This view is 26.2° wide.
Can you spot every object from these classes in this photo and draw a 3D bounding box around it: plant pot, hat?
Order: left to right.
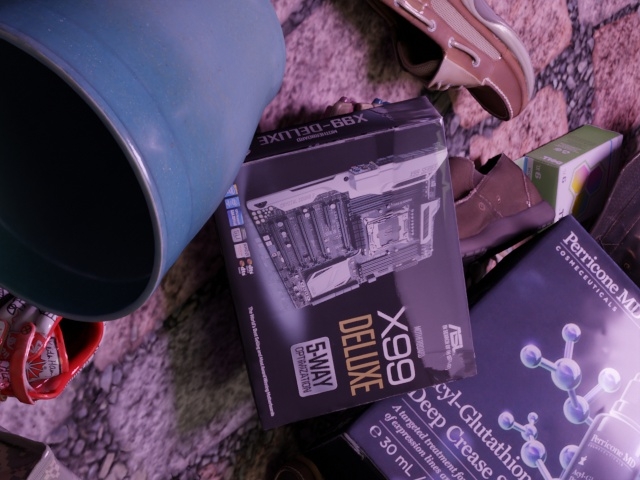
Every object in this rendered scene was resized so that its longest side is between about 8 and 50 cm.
[{"bbox_3d":[-0.165,-0.117,1.117,0.255,0.271,0.272,-47,139,-40],"label":"plant pot"},{"bbox_3d":[0.470,-0.015,1.945,0.331,0.134,0.331,-45,162,-20],"label":"hat"}]

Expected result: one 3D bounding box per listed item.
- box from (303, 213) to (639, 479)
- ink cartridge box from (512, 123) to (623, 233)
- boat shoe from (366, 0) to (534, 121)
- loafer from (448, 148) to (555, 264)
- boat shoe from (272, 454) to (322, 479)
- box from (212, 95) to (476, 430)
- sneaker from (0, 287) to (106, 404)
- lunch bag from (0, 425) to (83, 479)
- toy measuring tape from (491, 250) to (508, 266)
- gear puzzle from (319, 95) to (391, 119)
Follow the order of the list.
[{"bbox_3d":[0.232,0.219,1.646,0.395,0.293,0.212,-43,178,-20],"label":"box"},{"bbox_3d":[0.327,-0.075,1.882,0.209,0.062,0.109,-25,127,-41],"label":"ink cartridge box"},{"bbox_3d":[0.133,-0.227,1.539,0.116,0.123,0.324,-52,134,-8],"label":"boat shoe"},{"bbox_3d":[0.142,-0.026,1.647,0.366,0.134,0.130,-18,77,-54],"label":"loafer"},{"bbox_3d":[-0.043,0.358,1.643,0.073,0.073,0.207,-19,122,-47],"label":"boat shoe"},{"bbox_3d":[0.022,0.026,1.428,0.242,0.076,0.307,-13,117,-6],"label":"box"},{"bbox_3d":[-0.307,0.096,1.132,0.270,0.145,0.090,-27,128,-40],"label":"sneaker"},{"bbox_3d":[-0.311,0.330,1.228,0.287,0.169,0.235,-57,142,-20],"label":"lunch bag"},{"bbox_3d":[0.182,0.163,1.824,0.121,0.121,0.330,28,64,-53],"label":"toy measuring tape"},{"bbox_3d":[0.000,0.000,1.544,0.175,0.044,0.339,-8,118,-59],"label":"gear puzzle"}]
